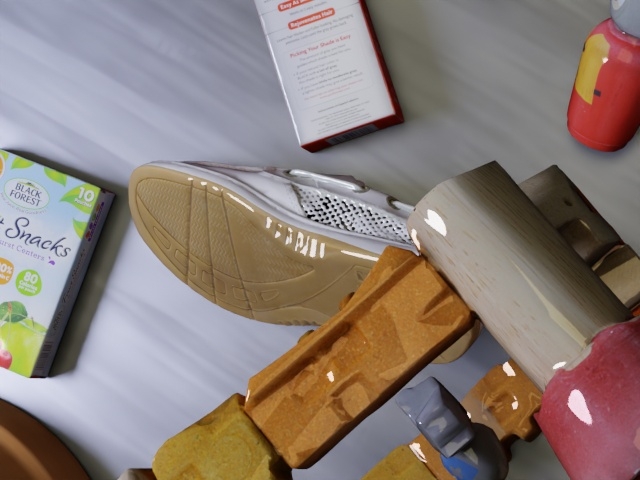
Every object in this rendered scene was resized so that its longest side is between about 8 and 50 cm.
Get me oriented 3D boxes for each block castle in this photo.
[{"bbox_3d":[0.095,0.155,0.931,0.303,0.453,0.213,-42,72,5],"label":"block castle"}]

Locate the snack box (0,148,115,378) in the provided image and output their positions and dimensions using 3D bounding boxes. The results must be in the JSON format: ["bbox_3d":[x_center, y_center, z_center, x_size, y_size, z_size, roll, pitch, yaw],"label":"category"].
[{"bbox_3d":[-0.216,0.014,1.211,0.100,0.037,0.141,21,90,11],"label":"snack box"}]

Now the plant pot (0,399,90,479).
[{"bbox_3d":[-0.300,0.240,1.126,0.291,0.203,0.291,-1,86,12],"label":"plant pot"}]

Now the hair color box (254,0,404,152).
[{"bbox_3d":[0.001,-0.138,1.176,0.072,0.043,0.141,-18,83,10],"label":"hair color box"}]

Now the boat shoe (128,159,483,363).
[{"bbox_3d":[0.000,0.000,1.145,0.277,0.096,0.098,20,130,27],"label":"boat shoe"}]

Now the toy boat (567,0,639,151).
[{"bbox_3d":[0.273,-0.052,1.027,0.318,0.267,0.148,44,134,32],"label":"toy boat"}]
